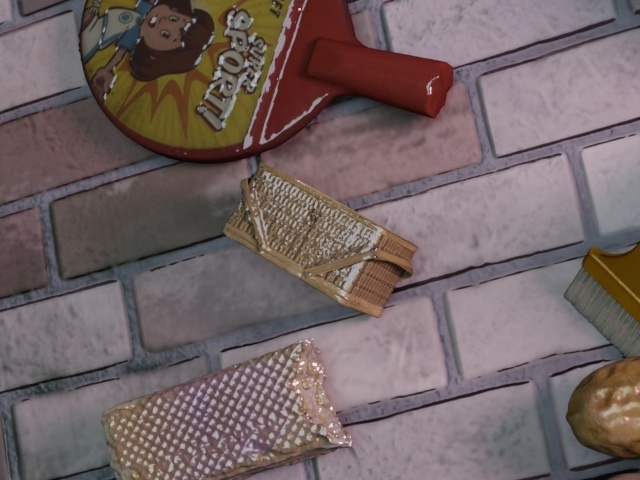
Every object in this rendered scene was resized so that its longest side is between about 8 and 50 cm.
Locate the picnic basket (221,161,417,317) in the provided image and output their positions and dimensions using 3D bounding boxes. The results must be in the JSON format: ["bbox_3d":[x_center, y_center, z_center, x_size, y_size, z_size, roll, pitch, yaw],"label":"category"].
[{"bbox_3d":[0.000,0.000,1.473,0.164,0.115,0.079,30,93,22],"label":"picnic basket"}]

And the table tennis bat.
[{"bbox_3d":[-0.063,-0.195,1.572,0.415,0.051,0.268,17,86,24],"label":"table tennis bat"}]

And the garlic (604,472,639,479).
[{"bbox_3d":[0.298,0.311,1.287,0.219,0.218,0.212,6,111,20],"label":"garlic"}]

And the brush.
[{"bbox_3d":[0.289,0.002,1.325,0.013,0.272,0.103,-28,65,-35],"label":"brush"}]

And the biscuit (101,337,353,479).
[{"bbox_3d":[-0.091,0.181,1.503,0.239,0.062,0.108,-20,76,16],"label":"biscuit"}]

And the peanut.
[{"bbox_3d":[0.321,0.136,1.339,0.226,0.108,0.095,-9,82,20],"label":"peanut"}]
